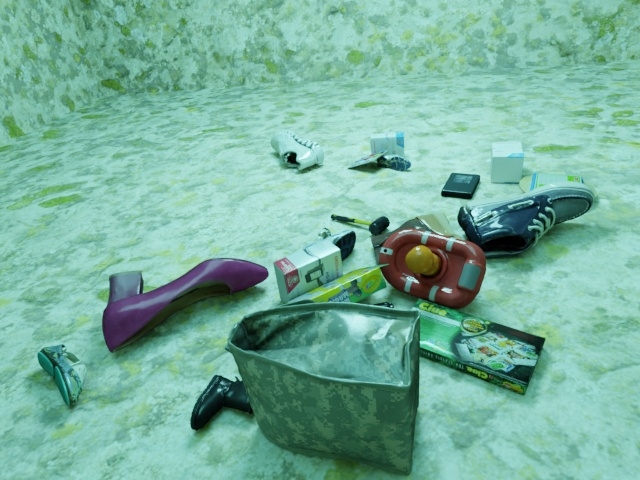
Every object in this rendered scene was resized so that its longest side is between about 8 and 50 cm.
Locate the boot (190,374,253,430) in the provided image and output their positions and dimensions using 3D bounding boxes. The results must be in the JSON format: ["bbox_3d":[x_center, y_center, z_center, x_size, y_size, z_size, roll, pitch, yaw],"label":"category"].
[{"bbox_3d":[-0.165,0.293,0.851,0.099,0.045,0.121,6,34,15],"label":"boot"}]

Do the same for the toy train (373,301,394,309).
[{"bbox_3d":[0.082,0.159,1.016,0.158,0.036,0.027,-11,32,-5],"label":"toy train"}]

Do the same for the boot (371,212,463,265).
[{"bbox_3d":[0.243,0.036,1.165,0.206,0.090,0.249,-21,36,6],"label":"boot"}]

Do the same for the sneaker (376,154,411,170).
[{"bbox_3d":[0.269,-0.285,1.677,0.135,0.052,0.058,21,37,37],"label":"sneaker"}]

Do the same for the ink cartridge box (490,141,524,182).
[{"bbox_3d":[0.597,-0.255,1.518,0.092,0.090,0.143,4,32,18],"label":"ink cartridge box"}]

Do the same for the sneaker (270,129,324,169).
[{"bbox_3d":[-0.117,-0.347,1.820,0.118,0.110,0.292,-35,40,-23],"label":"sneaker"}]

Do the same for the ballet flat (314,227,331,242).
[{"bbox_3d":[0.000,0.000,1.288,0.041,0.041,0.114,4,34,18],"label":"ballet flat"}]

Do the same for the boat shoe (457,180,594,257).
[{"bbox_3d":[0.530,-0.041,1.178,0.339,0.127,0.158,-12,37,7],"label":"boat shoe"}]

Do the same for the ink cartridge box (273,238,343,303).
[{"bbox_3d":[-0.024,0.079,1.097,0.150,0.109,0.063,-23,34,-23],"label":"ink cartridge box"}]

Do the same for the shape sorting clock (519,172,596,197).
[{"bbox_3d":[0.687,-0.148,1.372,0.205,0.041,0.206,-4,28,2],"label":"shape sorting clock"}]

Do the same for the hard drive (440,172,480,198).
[{"bbox_3d":[0.442,-0.174,1.485,0.094,0.022,0.135,10,35,26],"label":"hard drive"}]

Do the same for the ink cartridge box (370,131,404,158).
[{"bbox_3d":[0.248,-0.349,1.746,0.122,0.089,0.052,-1,32,11],"label":"ink cartridge box"}]

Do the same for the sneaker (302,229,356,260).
[{"bbox_3d":[0.008,0.023,1.209,0.211,0.080,0.081,-30,41,-33],"label":"sneaker"}]

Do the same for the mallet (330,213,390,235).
[{"bbox_3d":[0.102,-0.050,1.355,0.189,0.039,0.062,9,32,32],"label":"mallet"}]

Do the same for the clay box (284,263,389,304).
[{"bbox_3d":[0.043,0.113,1.032,0.221,0.053,0.127,-22,2,-22],"label":"clay box"}]

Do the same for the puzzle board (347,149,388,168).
[{"bbox_3d":[0.169,-0.294,1.705,0.128,0.011,0.096,-8,22,48],"label":"puzzle board"}]

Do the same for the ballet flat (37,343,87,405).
[{"bbox_3d":[-0.513,0.263,0.960,0.070,0.070,0.188,-31,42,-33],"label":"ballet flat"}]

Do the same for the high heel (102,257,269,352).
[{"bbox_3d":[-0.299,0.150,1.092,0.376,0.127,0.182,-8,60,-8],"label":"high heel"}]

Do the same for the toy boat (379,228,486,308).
[{"bbox_3d":[0.228,0.049,1.018,0.230,0.151,0.151,16,-5,36],"label":"toy boat"}]

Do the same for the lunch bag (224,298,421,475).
[{"bbox_3d":[0.008,0.220,0.744,0.286,0.236,0.169,3,39,16],"label":"lunch bag"}]

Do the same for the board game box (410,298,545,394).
[{"bbox_3d":[0.283,0.197,0.920,0.259,0.031,0.136,16,41,33],"label":"board game box"}]
